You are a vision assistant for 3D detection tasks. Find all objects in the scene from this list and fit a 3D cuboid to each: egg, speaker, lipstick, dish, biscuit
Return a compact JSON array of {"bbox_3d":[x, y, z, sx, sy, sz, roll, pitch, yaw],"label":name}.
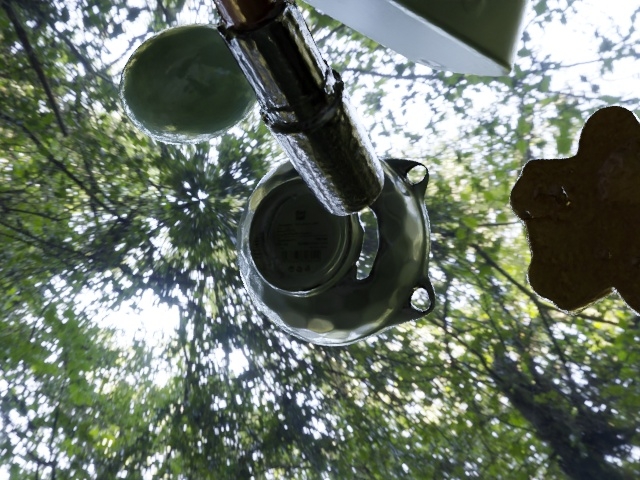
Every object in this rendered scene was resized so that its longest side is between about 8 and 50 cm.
[{"bbox_3d":[-0.163,-0.202,0.955,0.192,0.149,0.149,-26,-83,-17],"label":"egg"},{"bbox_3d":[0.090,-0.354,0.891,0.406,0.183,0.184,16,-85,-40],"label":"speaker"},{"bbox_3d":[-0.020,-0.129,0.635,0.081,0.081,0.300,-41,-40,-5],"label":"lipstick"},{"bbox_3d":[0.000,0.000,0.962,0.302,0.120,0.303,-4,-99,24],"label":"dish"},{"bbox_3d":[0.273,-0.030,0.580,0.248,0.035,0.184,-22,-111,32],"label":"biscuit"}]
